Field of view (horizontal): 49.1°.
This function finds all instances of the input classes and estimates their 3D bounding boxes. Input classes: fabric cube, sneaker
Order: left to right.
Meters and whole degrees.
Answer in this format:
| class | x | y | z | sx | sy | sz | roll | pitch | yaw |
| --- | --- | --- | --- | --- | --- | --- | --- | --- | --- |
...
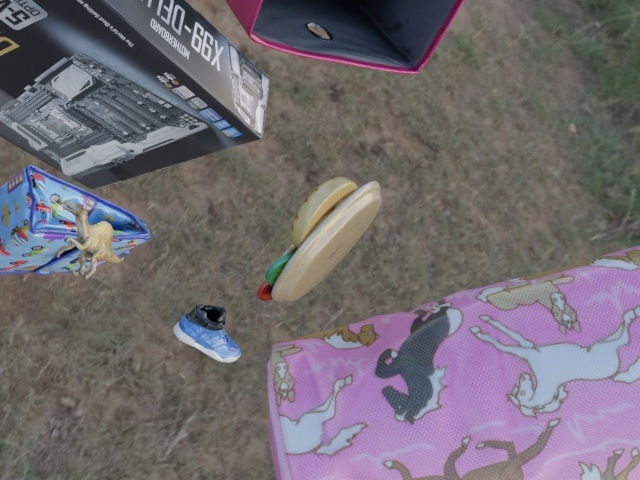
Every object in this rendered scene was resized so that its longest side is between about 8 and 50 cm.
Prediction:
| class | x | y | z | sx | sy | sz | roll | pitch | yaw |
| --- | --- | --- | --- | --- | --- | --- | --- | --- | --- |
| sneaker | -0.192 | 0.171 | 1.321 | 0.152 | 0.084 | 0.058 | 34 | 19 | -33 |
| fabric cube | 0.021 | -0.378 | 0.784 | 0.254 | 0.259 | 0.258 | 0 | 45 | -38 |

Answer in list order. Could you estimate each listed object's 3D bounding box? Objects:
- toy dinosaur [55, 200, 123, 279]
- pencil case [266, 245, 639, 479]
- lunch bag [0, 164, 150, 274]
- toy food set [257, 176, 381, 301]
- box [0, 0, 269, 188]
| class | x | y | z | sx | sy | sz | roll | pitch | yaw |
| --- | --- | --- | --- | --- | --- | --- | --- | --- | --- |
| toy dinosaur | -0.354 | 0.016 | 1.099 | 0.053 | 0.183 | 0.093 | 22 | 65 | 26 |
| pencil case | 0.155 | 0.103 | 0.424 | 0.385 | 0.160 | 0.167 | -12 | 58 | 0 |
| lunch bag | -0.503 | -0.010 | 1.384 | 0.293 | 0.220 | 0.138 | 16 | 54 | -52 |
| toy food set | 0.000 | 0.000 | 0.360 | 0.020 | 0.083 | 0.083 | 41 | 24 | 10 |
| box | -0.232 | -0.168 | 0.623 | 0.307 | 0.242 | 0.077 | 38 | 49 | -49 |
